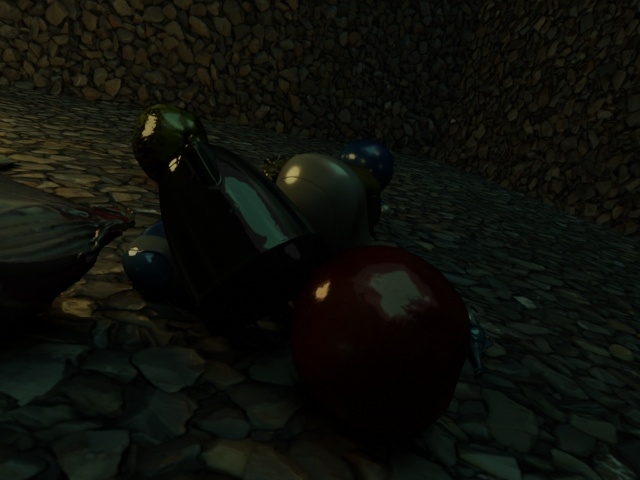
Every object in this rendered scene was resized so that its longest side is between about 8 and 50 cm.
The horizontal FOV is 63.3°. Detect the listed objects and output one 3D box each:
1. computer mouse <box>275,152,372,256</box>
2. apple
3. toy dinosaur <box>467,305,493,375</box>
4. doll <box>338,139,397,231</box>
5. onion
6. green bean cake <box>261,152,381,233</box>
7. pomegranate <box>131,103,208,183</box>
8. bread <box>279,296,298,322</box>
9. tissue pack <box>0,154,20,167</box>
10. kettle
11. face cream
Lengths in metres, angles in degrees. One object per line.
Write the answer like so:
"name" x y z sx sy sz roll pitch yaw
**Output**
"computer mouse" 0.000 0.000 0.884 0.184 0.297 0.121 23 42 30
"apple" 0.073 0.118 0.636 0.201 0.218 0.218 20 18 30
"toy dinosaur" 0.260 0.165 0.899 0.080 0.045 0.197 38 27 -4
"doll" 0.131 -0.155 1.469 0.161 0.257 0.215 -12 26 -40
"onion" -0.415 0.024 0.672 0.348 0.159 0.267 6 29 -46
"green bean cake" -0.047 -0.071 1.205 0.285 0.202 0.310 -18 33 -38
"pomegranate" -0.419 -0.264 1.475 0.203 0.222 0.276 -7 3 -10
"bread" -0.052 0.107 0.876 0.046 0.036 0.083 6 21 -32
"tissue pack" -0.815 -0.186 1.223 0.122 0.026 0.193 12 18 -8
"kettle" -0.129 -0.027 0.782 0.271 0.207 0.250 56 17 12
"face cream" -0.247 0.020 0.915 0.149 0.083 0.264 26 20 7
